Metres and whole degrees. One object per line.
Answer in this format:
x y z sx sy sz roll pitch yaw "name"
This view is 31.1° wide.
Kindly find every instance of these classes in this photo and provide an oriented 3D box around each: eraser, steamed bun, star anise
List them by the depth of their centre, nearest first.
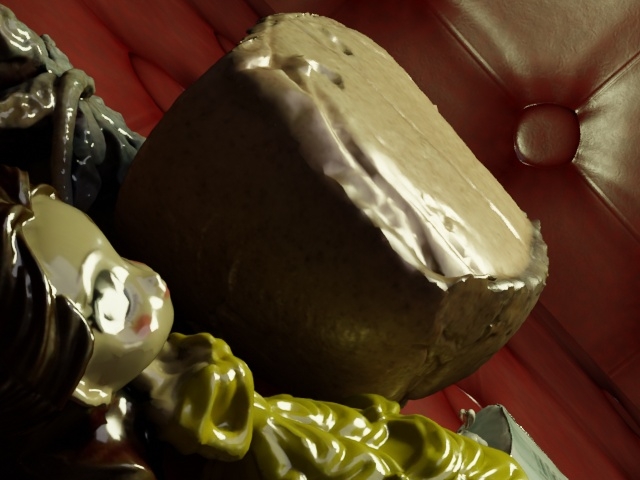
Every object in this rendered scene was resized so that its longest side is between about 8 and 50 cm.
0.000 0.000 0.741 0.251 0.199 0.301 47 20 5 "steamed bun"
-0.181 -0.079 0.783 0.230 0.081 0.262 51 5 -44 "star anise"
0.220 0.272 1.068 0.227 0.081 0.174 46 9 -6 "eraser"

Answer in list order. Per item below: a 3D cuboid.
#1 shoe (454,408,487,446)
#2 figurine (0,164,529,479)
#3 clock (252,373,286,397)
0.131 0.219 0.897 0.180 0.092 0.089 52 13 17 "shoe"
-0.051 0.085 0.511 0.315 0.168 0.187 43 40 -28 "figurine"
0.022 0.166 0.785 0.205 0.051 0.205 43 16 -15 "clock"
